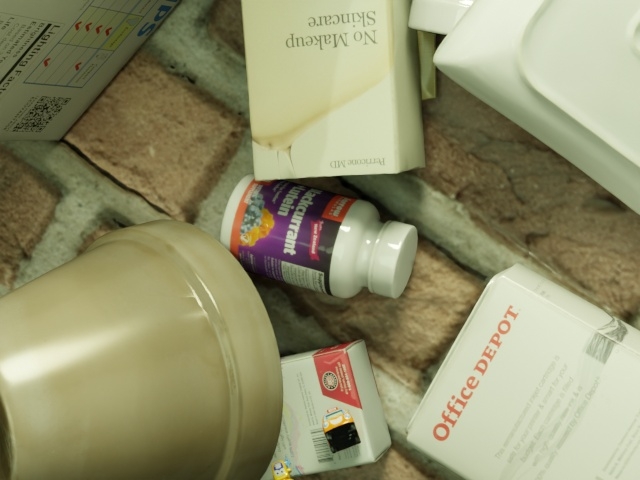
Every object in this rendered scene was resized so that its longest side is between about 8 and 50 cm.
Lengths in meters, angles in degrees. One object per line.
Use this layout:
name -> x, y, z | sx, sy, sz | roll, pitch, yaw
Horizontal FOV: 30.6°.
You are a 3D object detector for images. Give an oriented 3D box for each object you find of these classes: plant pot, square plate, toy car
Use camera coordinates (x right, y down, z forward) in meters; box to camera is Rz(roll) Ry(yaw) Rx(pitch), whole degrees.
plant pot -> -0.246, 0.158, 1.210 | 0.323, 0.280, 0.323 | 12, 108, 42
square plate -> 0.340, -0.200, 1.066 | 0.344, 0.049, 0.347 | 34, 106, -12
toy car -> -0.013, 0.213, 1.230 | 0.122, 0.060, 0.041 | -31, 54, 12

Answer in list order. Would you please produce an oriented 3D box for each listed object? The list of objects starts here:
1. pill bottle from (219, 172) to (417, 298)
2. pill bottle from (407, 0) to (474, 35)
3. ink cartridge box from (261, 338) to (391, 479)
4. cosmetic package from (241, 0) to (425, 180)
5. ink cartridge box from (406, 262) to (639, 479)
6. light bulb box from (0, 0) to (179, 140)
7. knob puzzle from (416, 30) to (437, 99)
pill bottle -> 0.000, 0.000, 1.249 | 0.193, 0.108, 0.108 | 15, 101, 17
pill bottle -> 0.169, -0.324, 1.129 | 0.153, 0.153, 0.265 | 13, 101, 18
ink cartridge box -> -0.026, 0.191, 1.299 | 0.175, 0.072, 0.127 | -14, 92, 20
cosmetic package -> 0.011, -0.219, 1.187 | 0.160, 0.113, 0.310 | -3, 94, 20
ink cartridge box -> 0.260, 0.178, 1.173 | 0.283, 0.117, 0.207 | 31, 105, 13
light bulb box -> -0.331, -0.295, 1.198 | 0.358, 0.361, 0.225 | -45, 79, 18
knob puzzle -> 0.030, -0.232, 1.254 | 0.213, 0.030, 0.213 | 2, 98, 19
